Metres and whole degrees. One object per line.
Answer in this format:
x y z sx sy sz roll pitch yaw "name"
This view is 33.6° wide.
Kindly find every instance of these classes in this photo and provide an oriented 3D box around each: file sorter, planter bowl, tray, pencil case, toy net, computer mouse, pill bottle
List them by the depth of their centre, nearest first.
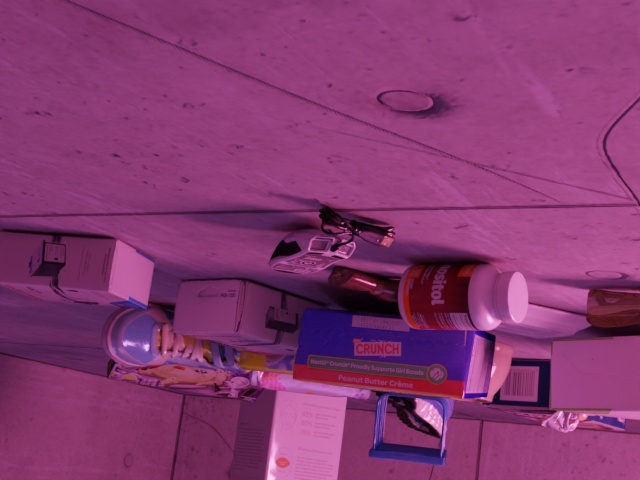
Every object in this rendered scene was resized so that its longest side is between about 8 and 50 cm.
0.000 0.000 1.249 0.106 0.042 0.193 10 162 -32 "computer mouse"
0.183 0.072 1.353 0.152 0.086 0.086 -2 164 34 "pill bottle"
0.274 0.116 1.618 0.270 0.030 0.145 13 167 -22 "tray"
0.149 0.303 1.734 0.118 0.105 0.170 4 175 9 "file sorter"
0.284 0.252 2.025 0.162 0.109 0.162 7 166 2 "planter bowl"
0.548 0.328 2.080 0.232 0.045 0.122 -19 148 -11 "toy net"
-0.018 0.256 2.194 0.273 0.124 0.113 9 -178 -5 "pencil case"

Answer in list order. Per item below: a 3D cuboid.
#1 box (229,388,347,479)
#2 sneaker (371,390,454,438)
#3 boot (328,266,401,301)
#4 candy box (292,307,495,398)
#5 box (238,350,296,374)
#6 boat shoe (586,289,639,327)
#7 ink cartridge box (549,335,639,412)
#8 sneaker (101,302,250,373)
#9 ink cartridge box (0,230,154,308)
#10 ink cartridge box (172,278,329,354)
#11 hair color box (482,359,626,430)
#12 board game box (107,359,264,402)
-0.076 0.465 2.616 0.215 0.345 0.168 16 165 -33 "box"
0.189 0.271 2.154 0.129 0.147 0.330 13 154 34 "sneaker"
0.078 0.061 1.484 0.114 0.037 0.106 21 160 -31 "boot"
0.131 0.185 1.711 0.268 0.122 0.317 6 173 16 "candy box"
-0.055 0.193 1.955 0.178 0.109 0.042 5 165 10 "box"
0.423 0.082 1.378 0.153 0.048 0.056 -8 149 28 "boat shoe"
0.549 0.230 1.718 0.207 0.119 0.353 -7 165 41 "ink cartridge box"
-0.242 0.186 2.011 0.208 0.127 0.319 0 175 38 "sneaker"
-0.359 0.044 1.546 0.190 0.082 0.139 2 166 15 "ink cartridge box"
-0.114 0.132 1.767 0.158 0.092 0.218 -4 161 40 "ink cartridge box"
0.507 0.332 2.260 0.173 0.105 0.347 -3 164 39 "hair color box"
-0.264 0.256 2.285 0.346 0.056 0.208 13 132 -22 "board game box"
